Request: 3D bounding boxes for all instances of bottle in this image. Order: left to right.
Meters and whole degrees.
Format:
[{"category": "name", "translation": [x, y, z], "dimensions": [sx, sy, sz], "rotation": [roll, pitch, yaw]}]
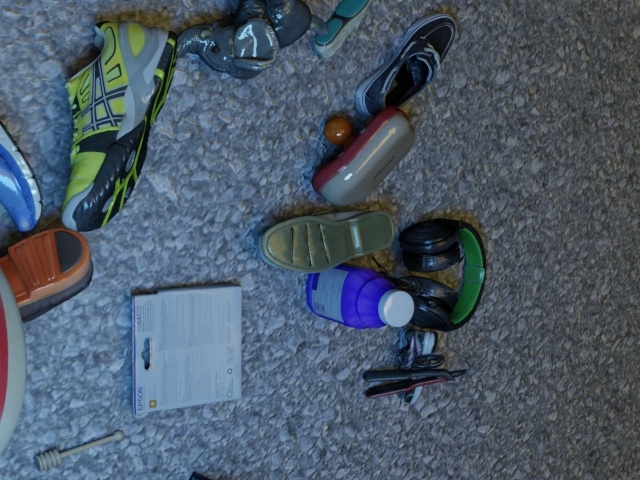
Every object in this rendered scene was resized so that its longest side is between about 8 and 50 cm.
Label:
[{"category": "bottle", "translation": [0.073, 0.109, 1.811], "dimensions": [0.092, 0.283, 0.118], "rotation": [2, 94, -29]}]

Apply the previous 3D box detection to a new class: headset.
[{"category": "headset", "translation": [0.246, 0.077, 1.991], "dimensions": [0.394, 0.185, 0.243], "rotation": [1, 95, -47]}]

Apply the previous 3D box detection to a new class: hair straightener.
[{"category": "hair straightener", "translation": [0.201, 0.272, 1.992], "dimensions": [0.230, 0.047, 0.089], "rotation": [-9, 108, 8]}]

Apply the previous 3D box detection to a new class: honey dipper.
[{"category": "honey dipper", "translation": [-0.419, 0.363, 1.656], "dimensions": [0.160, 0.030, 0.030], "rotation": [-16, 105, -36]}]

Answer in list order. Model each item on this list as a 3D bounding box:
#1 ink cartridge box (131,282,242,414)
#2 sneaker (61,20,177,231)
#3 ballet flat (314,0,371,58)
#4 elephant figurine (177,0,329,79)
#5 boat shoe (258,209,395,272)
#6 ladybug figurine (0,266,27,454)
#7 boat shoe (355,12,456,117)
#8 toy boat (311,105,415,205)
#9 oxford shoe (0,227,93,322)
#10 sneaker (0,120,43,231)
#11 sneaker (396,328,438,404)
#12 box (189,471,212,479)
[{"category": "ink cartridge box", "translation": [-0.250, 0.196, 1.742], "dimensions": [0.224, 0.045, 0.223], "rotation": [-3, 97, -34]}, {"category": "sneaker", "translation": [-0.354, -0.189, 1.551], "dimensions": [0.147, 0.145, 0.385], "rotation": [17, 65, -3]}, {"category": "ballet flat", "translation": [0.045, -0.428, 1.875], "dimensions": [0.168, 0.057, 0.052], "rotation": [-49, 148, -16]}, {"category": "elephant figurine", "translation": [-0.141, -0.359, 1.702], "dimensions": [0.239, 0.186, 0.169], "rotation": [-56, 156, -4]}, {"category": "boat shoe", "translation": [0.000, 0.000, 1.856], "dimensions": [0.302, 0.103, 0.113], "rotation": [-6, 95, -34]}, {"category": "ladybug figurine", "translation": [-0.577, 0.138, 1.306], "dimensions": [0.305, 0.162, 0.449], "rotation": [-28, 72, -4]}, {"category": "boat shoe", "translation": [0.199, -0.363, 1.951], "dimensions": [0.301, 0.102, 0.108], "rotation": [-44, 118, -22]}, {"category": "toy boat", "translation": [0.066, -0.183, 1.867], "dimensions": [0.231, 0.151, 0.151], "rotation": [-47, 161, 2]}, {"category": "oxford shoe", "translation": [-0.528, 0.106, 1.487], "dimensions": [0.363, 0.133, 0.130], "rotation": [-20, 63, -14]}, {"category": "sneaker", "translation": [-0.552, -0.142, 1.457], "dimensions": [0.147, 0.130, 0.330], "rotation": [-37, 113, -10]}, {"category": "sneaker", "translation": [0.201, 0.267, 2.062], "dimensions": [0.072, 0.077, 0.178], "rotation": [-38, 143, -67]}, {"category": "box", "translation": [-0.122, 0.550, 1.793], "dimensions": [0.261, 0.184, 0.103], "rotation": [35, 77, -34]}]
